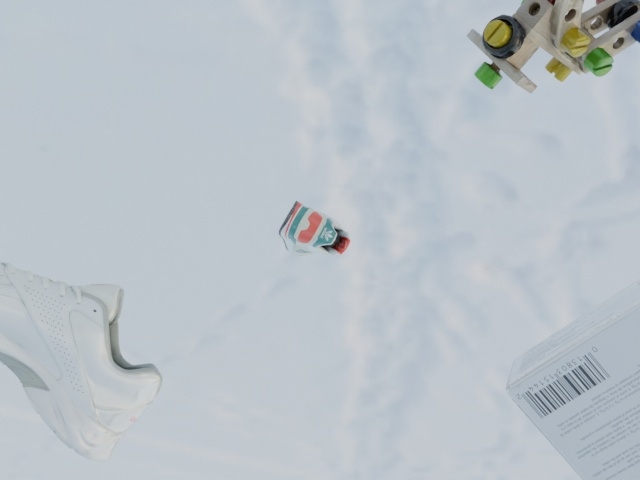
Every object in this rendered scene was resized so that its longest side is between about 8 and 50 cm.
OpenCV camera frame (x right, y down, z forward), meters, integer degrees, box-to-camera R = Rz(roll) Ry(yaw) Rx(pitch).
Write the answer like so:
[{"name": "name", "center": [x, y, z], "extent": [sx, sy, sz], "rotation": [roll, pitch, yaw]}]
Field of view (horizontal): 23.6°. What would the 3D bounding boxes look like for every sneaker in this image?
[{"name": "sneaker", "center": [0.000, 0.000, 1.871], "extent": [0.075, 0.057, 0.161], "rotation": [28, 174, 12]}, {"name": "sneaker", "center": [-0.216, 0.060, 1.227], "extent": [0.232, 0.115, 0.090], "rotation": [47, 180, -2]}]

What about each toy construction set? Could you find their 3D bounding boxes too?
[{"name": "toy construction set", "center": [0.352, -0.259, 2.099], "extent": [0.309, 0.237, 0.257], "rotation": [42, -174, 12]}]

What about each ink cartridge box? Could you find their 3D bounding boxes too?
[{"name": "ink cartridge box", "center": [0.372, 0.151, 1.460], "extent": [0.296, 0.261, 0.066], "rotation": [-36, -170, 26]}]
